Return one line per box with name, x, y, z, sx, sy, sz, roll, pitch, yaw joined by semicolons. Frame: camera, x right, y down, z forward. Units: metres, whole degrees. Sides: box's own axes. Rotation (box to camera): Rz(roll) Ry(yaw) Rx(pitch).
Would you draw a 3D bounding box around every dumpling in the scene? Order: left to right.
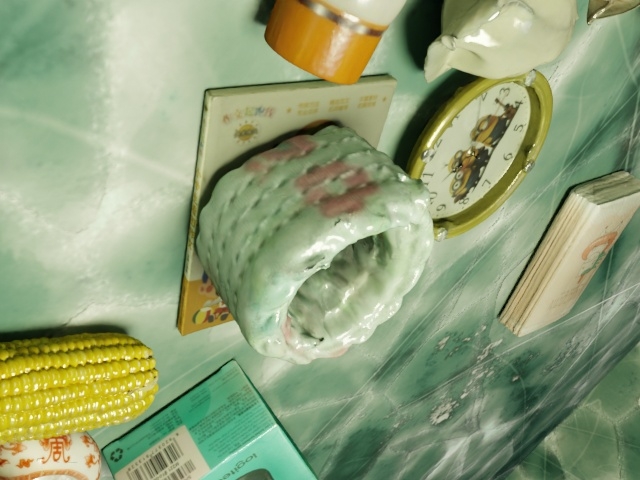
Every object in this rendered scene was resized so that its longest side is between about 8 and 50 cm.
dumpling;0.168;-0.205;0.627;0.181;0.111;0.155;11;150;-43

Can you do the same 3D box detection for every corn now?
corn;-0.264;0.134;0.577;0.244;0.093;0.093;0;128;-45

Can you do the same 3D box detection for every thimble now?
thimble;0.000;0.000;0.603;0.211;0.149;0.185;-49;142;12

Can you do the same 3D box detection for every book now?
book;-0.041;-0.031;0.678;0.208;0.020;0.295;-14;137;-33

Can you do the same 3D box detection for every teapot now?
teapot;-0.301;0.253;0.658;0.159;0.116;0.245;-46;145;-15

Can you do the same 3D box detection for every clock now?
clock;0.179;-0.108;0.775;0.237;0.057;0.237;-26;141;-23

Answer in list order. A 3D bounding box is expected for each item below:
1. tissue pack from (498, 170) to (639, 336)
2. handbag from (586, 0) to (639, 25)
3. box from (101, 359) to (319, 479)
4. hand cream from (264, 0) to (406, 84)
tissue pack;0.459;0.032;1.182;0.170;0.071;0.325;-17;138;-34
handbag;0.309;-0.311;0.519;0.270;0.117;0.182;-44;149;19
box;-0.130;0.322;0.890;0.205;0.118;0.311;-32;144;-11
hand cream;0.052;-0.267;0.442;0.314;0.139;0.089;-58;179;32
